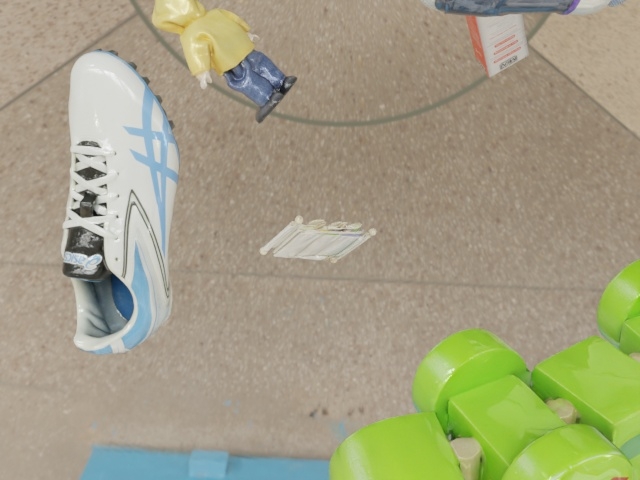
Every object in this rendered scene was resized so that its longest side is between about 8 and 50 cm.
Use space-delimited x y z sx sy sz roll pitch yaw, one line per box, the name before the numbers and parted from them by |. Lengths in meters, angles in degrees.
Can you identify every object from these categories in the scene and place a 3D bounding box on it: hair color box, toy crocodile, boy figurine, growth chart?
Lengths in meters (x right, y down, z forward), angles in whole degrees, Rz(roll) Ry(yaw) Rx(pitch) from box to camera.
hair color box | 0.254 -0.307 1.198 0.072 0.043 0.141 -29 147 3
toy crocodile | 0.165 0.097 0.469 0.341 0.115 0.105 -18 124 -18
boy figurine | -0.181 -0.332 1.453 0.285 0.177 0.092 38 141 -11
growth chart | 0.000 0.000 1.649 0.237 0.021 0.172 7 149 -44

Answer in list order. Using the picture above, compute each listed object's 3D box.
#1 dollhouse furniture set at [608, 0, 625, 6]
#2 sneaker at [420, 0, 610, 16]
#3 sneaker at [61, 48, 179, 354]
dollhouse furniture set | 0.487 -0.345 1.058 0.303 0.286 0.198 -33 64 21
sneaker | 0.127 -0.340 0.704 0.236 0.130 0.322 5 72 -6
sneaker | -0.158 -0.022 0.628 0.085 0.086 0.237 8 112 21
